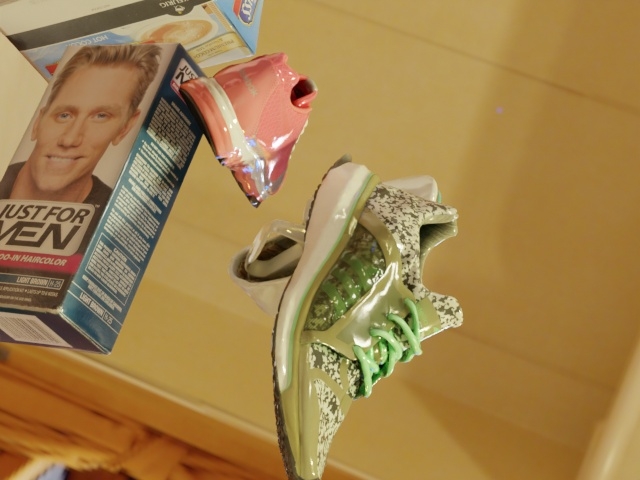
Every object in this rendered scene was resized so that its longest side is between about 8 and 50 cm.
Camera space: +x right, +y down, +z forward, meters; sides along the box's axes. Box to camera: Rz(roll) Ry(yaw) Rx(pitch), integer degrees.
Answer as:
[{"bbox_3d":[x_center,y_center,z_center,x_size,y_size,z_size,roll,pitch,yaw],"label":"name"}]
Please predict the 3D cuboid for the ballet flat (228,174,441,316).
[{"bbox_3d":[0.000,0.000,1.903,0.400,0.139,0.139,-32,-161,46],"label":"ballet flat"}]

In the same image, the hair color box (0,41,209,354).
[{"bbox_3d":[-0.260,-0.054,1.487,0.105,0.174,0.347,52,50,-48],"label":"hair color box"}]

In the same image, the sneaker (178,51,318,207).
[{"bbox_3d":[-0.056,-0.129,1.532,0.136,0.116,0.314,-30,168,1],"label":"sneaker"}]

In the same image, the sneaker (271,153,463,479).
[{"bbox_3d":[0.057,0.084,1.418,0.158,0.182,0.410,82,19,-54],"label":"sneaker"}]

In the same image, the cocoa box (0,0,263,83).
[{"bbox_3d":[-0.281,-0.389,1.986,0.228,0.347,0.231,52,36,-47],"label":"cocoa box"}]
